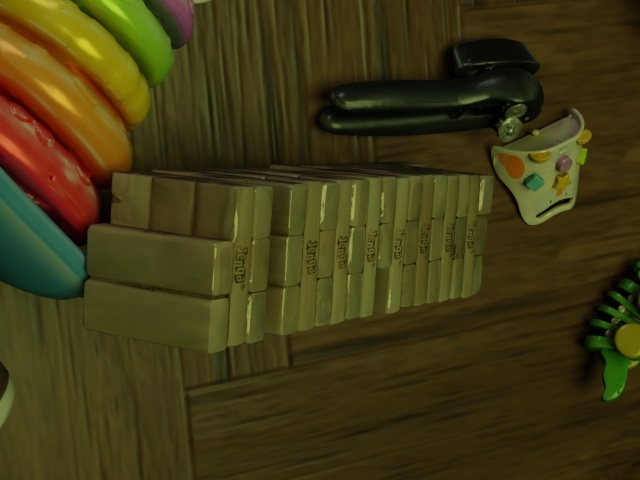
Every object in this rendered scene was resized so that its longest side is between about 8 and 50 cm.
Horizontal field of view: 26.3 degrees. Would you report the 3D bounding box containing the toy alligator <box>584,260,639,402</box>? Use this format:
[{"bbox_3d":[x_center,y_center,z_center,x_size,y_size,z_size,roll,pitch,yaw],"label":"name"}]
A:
[{"bbox_3d":[0.266,0.044,1.127,0.051,0.056,0.189,31,80,13],"label":"toy alligator"}]

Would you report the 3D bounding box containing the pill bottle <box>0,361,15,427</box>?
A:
[{"bbox_3d":[-0.284,0.044,0.798,0.117,0.117,0.215,-40,113,-17],"label":"pill bottle"}]

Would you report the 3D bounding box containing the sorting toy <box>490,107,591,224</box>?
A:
[{"bbox_3d":[0.181,-0.051,1.077,0.083,0.045,0.075,-25,128,-22],"label":"sorting toy"}]

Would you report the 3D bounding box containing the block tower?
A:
[{"bbox_3d":[0.000,0.000,0.869,0.335,0.097,0.091,-9,105,-58],"label":"block tower"}]

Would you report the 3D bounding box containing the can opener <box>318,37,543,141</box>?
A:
[{"bbox_3d":[0.085,-0.101,1.013,0.186,0.073,0.059,-13,142,-23],"label":"can opener"}]

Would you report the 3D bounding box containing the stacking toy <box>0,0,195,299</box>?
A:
[{"bbox_3d":[-0.142,-0.130,0.815,0.302,0.175,0.165,-56,144,-16],"label":"stacking toy"}]

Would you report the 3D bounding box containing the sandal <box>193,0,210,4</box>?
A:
[{"bbox_3d":[-0.034,-0.280,0.903,0.102,0.076,0.265,36,81,-27],"label":"sandal"}]
